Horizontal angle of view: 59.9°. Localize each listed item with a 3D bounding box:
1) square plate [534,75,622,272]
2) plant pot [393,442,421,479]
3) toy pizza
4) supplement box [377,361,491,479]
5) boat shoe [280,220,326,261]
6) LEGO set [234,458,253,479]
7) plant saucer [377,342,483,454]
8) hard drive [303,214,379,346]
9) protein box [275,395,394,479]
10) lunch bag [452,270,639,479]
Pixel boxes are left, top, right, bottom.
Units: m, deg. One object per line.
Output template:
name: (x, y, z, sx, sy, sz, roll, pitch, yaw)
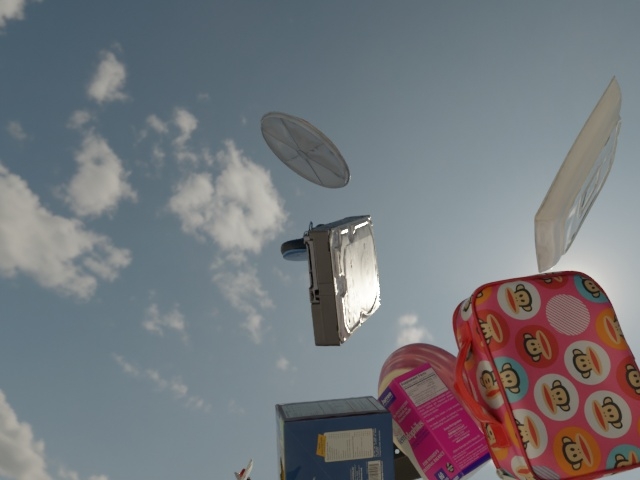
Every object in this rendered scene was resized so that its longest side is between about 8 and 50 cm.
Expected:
square plate: (0.570, -0.118, 1.217, 0.049, 0.344, 0.347, 28, -9, 29)
plant pot: (0.268, 0.702, 1.885, 0.188, 0.188, 0.167, -20, -40, 6)
toy pizza: (-0.025, -0.172, 1.035, 0.201, 0.032, 0.201, 32, -18, 12)
supplement box: (0.226, 0.376, 1.116, 0.220, 0.113, 0.111, 54, -41, 30)
boat shoe: (0.000, 0.000, 1.487, 0.109, 0.258, 0.089, -31, -110, 48)
LEGO set: (-0.225, 0.633, 1.334, 0.060, 0.183, 0.244, 23, -36, 9)
plant saucer: (0.262, 0.423, 1.374, 0.332, 0.084, 0.333, 15, -69, 43)
hard drive: (0.059, 0.073, 1.232, 0.064, 0.339, 0.237, -4, -85, 21)
protein box: (0.023, 0.413, 1.041, 0.201, 0.200, 0.136, -2, -2, -10)
lunch bag: (0.316, 0.197, 0.800, 0.258, 0.293, 0.120, -6, -24, -13)
